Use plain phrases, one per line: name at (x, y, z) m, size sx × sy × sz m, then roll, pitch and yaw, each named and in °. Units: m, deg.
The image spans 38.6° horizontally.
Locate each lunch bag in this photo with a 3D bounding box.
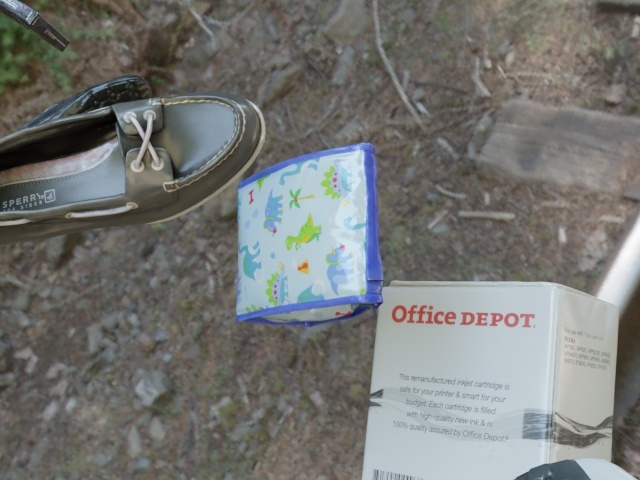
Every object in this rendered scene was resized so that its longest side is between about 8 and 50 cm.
lunch bag at (0.000, 0.000, 0.748) m, size 0.151 × 0.096 × 0.128 m, roll -22°, pitch 67°, yaw 56°

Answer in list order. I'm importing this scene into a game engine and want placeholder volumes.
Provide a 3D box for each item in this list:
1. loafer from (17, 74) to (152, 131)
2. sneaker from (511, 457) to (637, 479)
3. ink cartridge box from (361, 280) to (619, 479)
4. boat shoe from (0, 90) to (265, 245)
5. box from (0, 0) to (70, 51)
loafer at (-0.347, -0.174, 1.304) m, size 0.223 × 0.076 × 0.078 m, roll -32°, pitch 33°, yaw -11°
sneaker at (0.103, 0.214, 0.268) m, size 0.110 × 0.118 × 0.292 m, roll -21°, pitch 59°, yaw 23°
ink cartridge box at (0.147, 0.178, 0.822) m, size 0.197 × 0.114 × 0.272 m, roll -2°, pitch 78°, yaw 44°
boat shoe at (-0.218, -0.066, 0.862) m, size 0.335 × 0.095 × 0.112 m, roll -15°, pitch 77°, yaw 16°
box at (-0.524, -0.395, 1.586) m, size 0.162 × 0.116 × 0.029 m, roll 32°, pitch 86°, yaw 18°
